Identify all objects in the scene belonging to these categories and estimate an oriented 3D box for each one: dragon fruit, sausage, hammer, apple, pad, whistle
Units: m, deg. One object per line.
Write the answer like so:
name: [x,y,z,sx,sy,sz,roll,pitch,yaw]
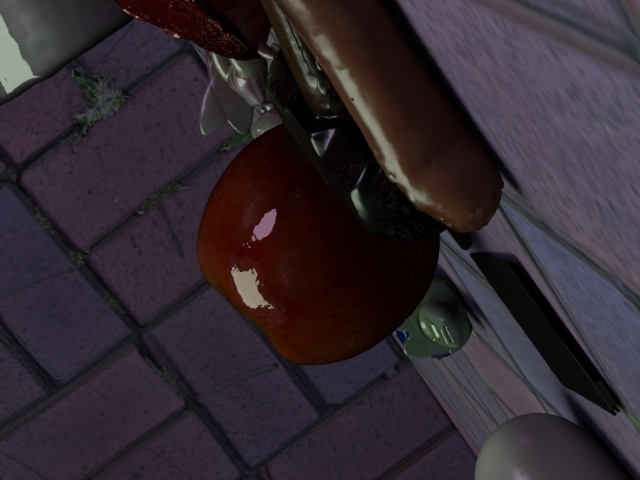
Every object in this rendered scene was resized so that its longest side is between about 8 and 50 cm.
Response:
dragon fruit: [-0.121,-0.255,1.397,0.262,0.163,0.189,30,-122,-87]
sausage: [0.022,-0.131,1.069,0.304,0.078,0.078,52,178,-17]
hammer: [-0.033,-0.189,1.189,0.408,0.095,0.242,59,176,-36]
apple: [0.000,0.000,1.469,0.218,0.201,0.218,46,177,3]
hammer: [0.090,-0.054,1.535,0.199,0.013,0.062,53,178,39]
pad: [0.195,0.076,1.428,0.159,0.009,0.265,54,179,-1]
whistle: [0.126,0.091,1.913,0.244,0.092,0.110,-131,16,-78]

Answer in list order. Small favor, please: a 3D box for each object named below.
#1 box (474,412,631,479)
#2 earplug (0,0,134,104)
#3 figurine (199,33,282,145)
box: [0.289,0.338,1.628,0.288,0.141,0.349,54,178,35]
earplug: [-0.327,-0.384,1.684,0.394,0.313,0.312,58,177,-12]
figurine: [-0.050,-0.183,1.737,0.205,0.103,0.260,-14,115,48]
